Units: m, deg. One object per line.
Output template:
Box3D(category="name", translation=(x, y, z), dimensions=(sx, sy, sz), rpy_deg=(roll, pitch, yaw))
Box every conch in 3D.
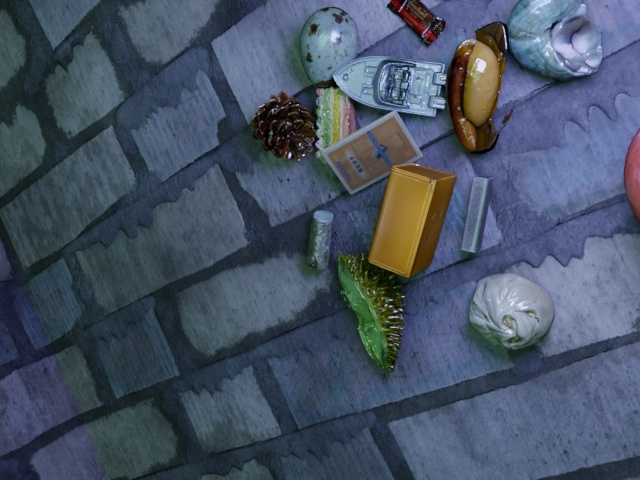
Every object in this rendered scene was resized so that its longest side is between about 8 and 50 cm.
Box3D(category="conch", translation=(0.553, -0.515, 1.413), dimensions=(0.220, 0.195, 0.277), rpy_deg=(-7, 73, 4))

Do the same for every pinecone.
Box3D(category="pinecone", translation=(-0.097, -0.331, 1.775), dimensions=(0.212, 0.168, 0.186), rpy_deg=(34, 128, 31))

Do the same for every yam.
Box3D(category="yam", translation=(0.000, 0.000, 1.843), dimensions=(0.078, 0.078, 0.179), rpy_deg=(15, 106, 24))

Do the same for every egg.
Box3D(category="egg", translation=(0.022, -0.540, 1.672), dimensions=(0.169, 0.169, 0.231), rpy_deg=(23, 127, 21))

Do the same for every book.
Box3D(category="book", translation=(0.147, -0.246, 1.681), dimensions=(0.241, 0.018, 0.170), rpy_deg=(-28, 121, 19))

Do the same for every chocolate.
Box3D(category="chocolate", translation=(0.263, -0.616, 1.614), dimensions=(0.182, 0.028, 0.086), rpy_deg=(46, 124, 13))

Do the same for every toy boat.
Box3D(category="toy boat", translation=(0.190, -0.427, 1.611), dimensions=(0.319, 0.092, 0.141), rpy_deg=(10, 106, 8))

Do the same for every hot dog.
Box3D(category="hot dog", translation=(0.381, -0.370, 1.487), dimensions=(0.194, 0.107, 0.326), rpy_deg=(-152, 53, -67))

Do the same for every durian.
Box3D(category="durian", translation=(0.149, 0.219, 1.770), dimensions=(0.198, 0.163, 0.395), rpy_deg=(-13, 100, 31))

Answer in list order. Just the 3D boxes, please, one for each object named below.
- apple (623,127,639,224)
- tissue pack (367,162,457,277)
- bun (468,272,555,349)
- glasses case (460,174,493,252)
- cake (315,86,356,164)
Box3D(category="apple", translation=(0.843, -0.121, 1.241), dimensions=(0.363, 0.364, 0.364), rpy_deg=(6, 103, 26))
Box3D(category="tissue pack", translation=(0.253, -0.063, 1.638), dimensions=(0.145, 0.194, 0.275), rpy_deg=(23, 109, 26))
Box3D(category="bun", translation=(0.508, 0.201, 1.593), dimensions=(0.231, 0.133, 0.231), rpy_deg=(6, 104, 24))
Box3D(category="glasses case", translation=(0.426, -0.074, 1.613), dimensions=(0.047, 0.070, 0.205), rpy_deg=(13, 106, 27))
Box3D(category="cake", translation=(0.049, -0.339, 1.734), dimensions=(0.109, 0.090, 0.226), rpy_deg=(7, 107, 25))
